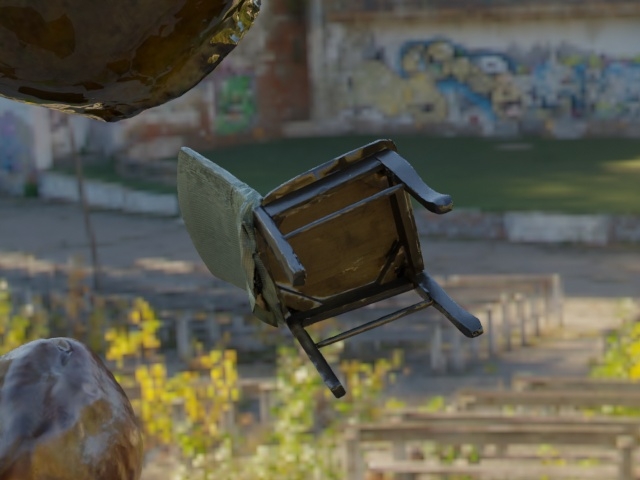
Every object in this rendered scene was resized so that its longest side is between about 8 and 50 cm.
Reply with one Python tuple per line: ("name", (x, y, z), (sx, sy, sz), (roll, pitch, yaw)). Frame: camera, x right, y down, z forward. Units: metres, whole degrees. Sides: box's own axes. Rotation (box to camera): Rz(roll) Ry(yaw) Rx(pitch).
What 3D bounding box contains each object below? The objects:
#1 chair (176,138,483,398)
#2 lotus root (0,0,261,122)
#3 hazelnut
("chair", (0.000, 0.000, 1.471), (0.186, 0.160, 0.319), (-23, 28, -12))
("lotus root", (-0.115, -0.182, 0.729), (0.149, 0.260, 0.267), (6, 39, 49))
("hazelnut", (-0.188, 0.143, 1.067), (0.143, 0.143, 0.154), (1, 36, 16))
